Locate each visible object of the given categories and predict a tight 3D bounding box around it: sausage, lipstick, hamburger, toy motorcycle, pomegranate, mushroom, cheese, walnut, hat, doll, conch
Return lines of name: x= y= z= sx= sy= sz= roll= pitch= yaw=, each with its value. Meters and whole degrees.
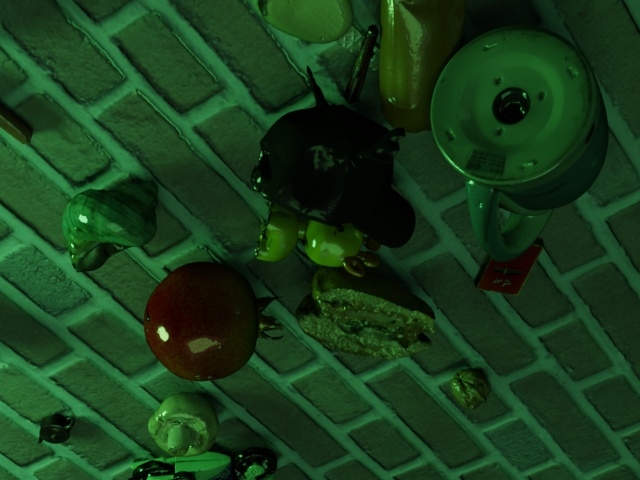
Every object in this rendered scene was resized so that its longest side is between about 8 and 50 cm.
sausage: x=-0.526 y=-0.207 z=1.716 sx=0.035 sy=0.030 sz=0.147 roll=-33 pitch=125 yaw=24
lipstick: x=0.065 y=-0.278 z=1.663 sx=0.027 sy=0.027 sz=0.176 roll=5 pitch=150 yaw=-8
hamburger: x=0.079 y=0.132 z=1.980 sx=0.283 sy=0.156 sz=0.144 roll=18 pitch=109 yaw=-26
toy motorcycle: x=-0.256 y=0.535 z=2.334 sx=0.331 sy=0.125 sz=0.196 roll=-7 pitch=131 yaw=-4
pomegranate: x=-0.194 y=0.149 z=1.933 sx=0.257 sy=0.221 sz=0.221 roll=1 pitch=131 yaw=-7
mushroom: x=-0.286 y=0.390 z=2.200 sx=0.154 sy=0.122 sz=0.154 roll=3 pitch=131 yaw=3
cheese: x=0.017 y=-0.336 z=1.630 sx=0.127 sy=0.054 sz=0.251 roll=-34 pitch=133 yaw=27
walnut: x=0.314 y=0.310 z=2.202 sx=0.079 sy=0.082 sz=0.096 roll=-47 pitch=132 yaw=-4
hat: x=0.063 y=-0.141 z=1.708 sx=0.336 sy=0.238 sz=0.209 roll=16 pitch=121 yaw=-37
doll: x=0.000 y=0.000 z=1.874 sx=0.221 sy=0.143 sz=0.135 roll=13 pitch=128 yaw=-6
conch: x=-0.363 y=-0.028 z=1.829 sx=0.188 sy=0.122 sz=0.176 roll=-17 pitch=151 yaw=13
sausage: x=0.153 y=-0.332 z=1.600 sx=0.134 sy=0.116 sz=0.354 roll=-10 pitch=131 yaw=-13

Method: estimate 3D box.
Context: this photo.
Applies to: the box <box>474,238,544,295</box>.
box: x=0.358 y=0.046 z=2.010 sx=0.090 sy=0.023 sz=0.133 roll=12 pitch=129 yaw=-12

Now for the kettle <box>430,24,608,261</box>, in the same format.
kettle: x=0.325 y=-0.126 z=1.673 sx=0.319 sy=0.247 sz=0.342 roll=-63 pitch=152 yaw=-3

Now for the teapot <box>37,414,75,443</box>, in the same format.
teapot: x=-0.561 y=0.404 z=2.240 sx=0.100 sy=0.045 sz=0.068 roll=-27 pitch=129 yaw=20
